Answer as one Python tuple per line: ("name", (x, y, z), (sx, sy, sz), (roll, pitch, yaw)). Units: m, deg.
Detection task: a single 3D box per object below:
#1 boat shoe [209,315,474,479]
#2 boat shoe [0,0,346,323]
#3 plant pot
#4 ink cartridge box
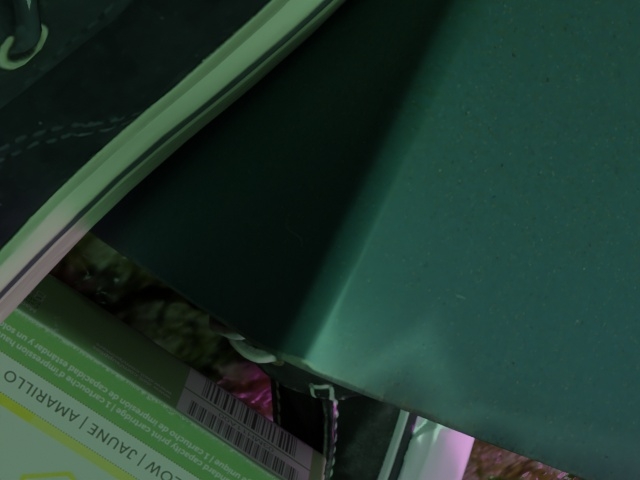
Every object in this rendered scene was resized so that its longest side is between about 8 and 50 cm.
("boat shoe", (0.000, 0.000, 0.697), (0.119, 0.121, 0.335), (-7, 121, -21))
("boat shoe", (-0.093, -0.116, 0.454), (0.500, 0.187, 0.156), (-47, 145, 19))
("plant pot", (0.065, -0.066, 0.524), (0.165, 0.166, 0.234), (23, 93, -32))
("ink cartridge box", (-0.132, 0.137, 0.693), (0.171, 0.056, 0.235), (34, 107, -7))
